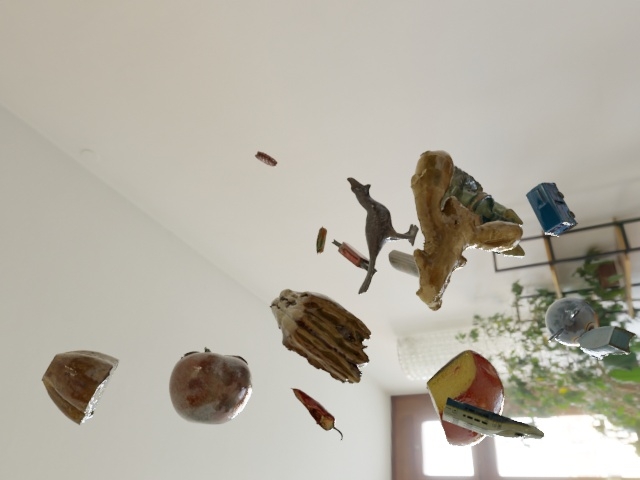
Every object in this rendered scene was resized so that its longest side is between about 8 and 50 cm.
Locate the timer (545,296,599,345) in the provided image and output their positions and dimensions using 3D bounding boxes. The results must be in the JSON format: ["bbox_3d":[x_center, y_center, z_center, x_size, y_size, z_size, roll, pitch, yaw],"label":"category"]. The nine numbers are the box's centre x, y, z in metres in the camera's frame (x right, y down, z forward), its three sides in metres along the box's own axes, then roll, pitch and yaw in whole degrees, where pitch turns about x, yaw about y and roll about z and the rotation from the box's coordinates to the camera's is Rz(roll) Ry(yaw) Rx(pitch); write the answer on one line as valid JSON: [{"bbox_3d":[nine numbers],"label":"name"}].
[{"bbox_3d":[0.814,0.274,1.524,0.255,0.175,0.175,-28,-77,-72],"label":"timer"}]

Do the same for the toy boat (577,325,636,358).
[{"bbox_3d":[0.752,0.275,1.254,0.075,0.077,0.185,-60,-5,-18],"label":"toy boat"}]

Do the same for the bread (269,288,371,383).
[{"bbox_3d":[0.007,0.279,1.558,0.314,0.191,0.370,36,180,-13],"label":"bread"}]

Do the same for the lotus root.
[{"bbox_3d":[-0.704,0.404,1.365,0.180,0.199,0.188,29,-96,-11],"label":"lotus root"}]

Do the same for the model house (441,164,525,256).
[{"bbox_3d":[0.534,-0.067,1.525,0.267,0.325,0.194,16,-72,-50],"label":"model house"}]

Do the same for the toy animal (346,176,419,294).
[{"bbox_3d":[0.193,-0.020,1.438,0.081,0.205,0.367,117,151,-70],"label":"toy animal"}]

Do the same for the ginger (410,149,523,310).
[{"bbox_3d":[0.327,-0.033,1.275,0.348,0.122,0.363,-44,-81,-17],"label":"ginger"}]

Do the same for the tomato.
[{"bbox_3d":[-0.421,0.556,1.830,0.316,0.316,0.283,37,-129,-53],"label":"tomato"}]

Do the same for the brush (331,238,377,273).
[{"bbox_3d":[0.126,0.053,1.890,0.070,0.323,0.051,17,-79,-33],"label":"brush"}]

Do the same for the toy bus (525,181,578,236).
[{"bbox_3d":[0.810,-0.116,1.683,0.106,0.090,0.185,4,-124,-29],"label":"toy bus"}]

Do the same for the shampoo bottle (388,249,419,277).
[{"bbox_3d":[0.323,0.089,1.651,0.056,0.227,0.086,-40,-66,-14],"label":"shampoo bottle"}]

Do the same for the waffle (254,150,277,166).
[{"bbox_3d":[-0.189,-0.285,1.682,0.083,0.075,0.029,33,-96,-39],"label":"waffle"}]

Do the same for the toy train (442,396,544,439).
[{"bbox_3d":[0.422,0.452,1.171,0.051,0.234,0.052,-60,-28,-33],"label":"toy train"}]

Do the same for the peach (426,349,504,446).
[{"bbox_3d":[0.593,0.636,1.900,0.242,0.306,0.380,-119,11,-63],"label":"peach"}]

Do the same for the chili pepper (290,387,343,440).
[{"bbox_3d":[-0.010,0.609,1.694,0.050,0.268,0.059,15,-75,-54],"label":"chili pepper"}]

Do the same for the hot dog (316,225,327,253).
[{"bbox_3d":[0.000,0.000,2.175,0.041,0.056,0.133,9,-91,-33],"label":"hot dog"}]
